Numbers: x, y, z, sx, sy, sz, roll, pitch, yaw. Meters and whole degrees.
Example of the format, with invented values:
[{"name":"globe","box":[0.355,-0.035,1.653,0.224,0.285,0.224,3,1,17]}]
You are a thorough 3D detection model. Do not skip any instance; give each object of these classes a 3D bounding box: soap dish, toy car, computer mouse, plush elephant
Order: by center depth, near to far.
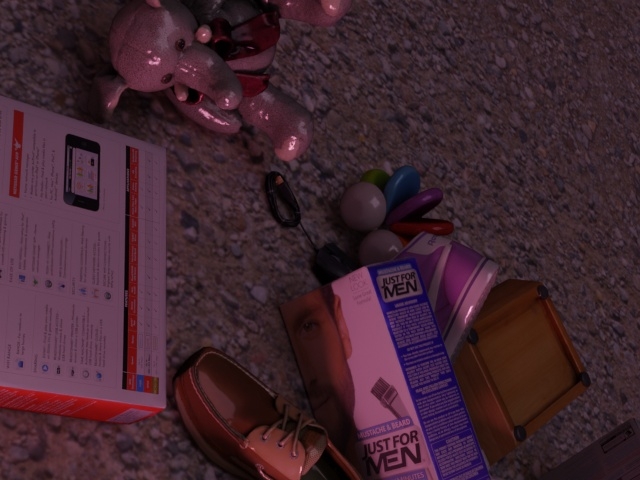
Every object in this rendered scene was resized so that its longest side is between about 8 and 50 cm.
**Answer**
[{"name":"plush elephant","box":[-0.152,-0.246,1.349,0.330,0.272,0.255,29,32,5]},{"name":"computer mouse","box":[0.000,0.000,1.530,0.242,0.041,0.071,54,45,-10]},{"name":"toy car","box":[0.127,-0.031,1.587,0.159,0.136,0.182,-12,79,-54]},{"name":"soap dish","box":[0.285,0.198,1.653,0.291,0.118,0.229,-23,88,-46]}]

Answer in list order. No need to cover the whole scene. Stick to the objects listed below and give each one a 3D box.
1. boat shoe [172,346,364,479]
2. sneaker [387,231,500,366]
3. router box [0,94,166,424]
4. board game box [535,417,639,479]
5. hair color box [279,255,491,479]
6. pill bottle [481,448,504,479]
[{"name":"boat shoe","box":[-0.040,0.254,1.312,0.324,0.120,0.122,49,45,-15]},{"name":"sneaker","box":[0.125,0.121,1.508,0.161,0.282,0.102,27,12,13]},{"name":"router box","box":[-0.317,0.017,1.188,0.301,0.082,0.335,17,60,-38]},{"name":"board game box","box":[0.422,0.421,1.515,0.097,0.224,0.303,47,16,-19]},{"name":"hair color box","box":[0.085,0.211,1.405,0.110,0.185,0.339,-8,76,-44]},{"name":"pill bottle","box":[0.228,0.394,1.512,0.108,0.108,0.180,-17,84,-47]}]
